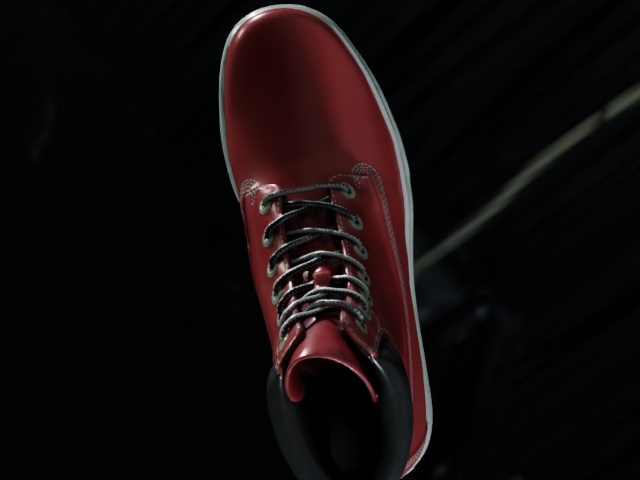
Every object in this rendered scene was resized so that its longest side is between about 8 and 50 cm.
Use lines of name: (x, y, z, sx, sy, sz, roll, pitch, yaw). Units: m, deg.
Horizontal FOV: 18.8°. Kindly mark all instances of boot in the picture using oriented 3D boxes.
boot: (0.000, 0.000, 0.899, 0.176, 0.088, 0.244, 15, -118, -83)
